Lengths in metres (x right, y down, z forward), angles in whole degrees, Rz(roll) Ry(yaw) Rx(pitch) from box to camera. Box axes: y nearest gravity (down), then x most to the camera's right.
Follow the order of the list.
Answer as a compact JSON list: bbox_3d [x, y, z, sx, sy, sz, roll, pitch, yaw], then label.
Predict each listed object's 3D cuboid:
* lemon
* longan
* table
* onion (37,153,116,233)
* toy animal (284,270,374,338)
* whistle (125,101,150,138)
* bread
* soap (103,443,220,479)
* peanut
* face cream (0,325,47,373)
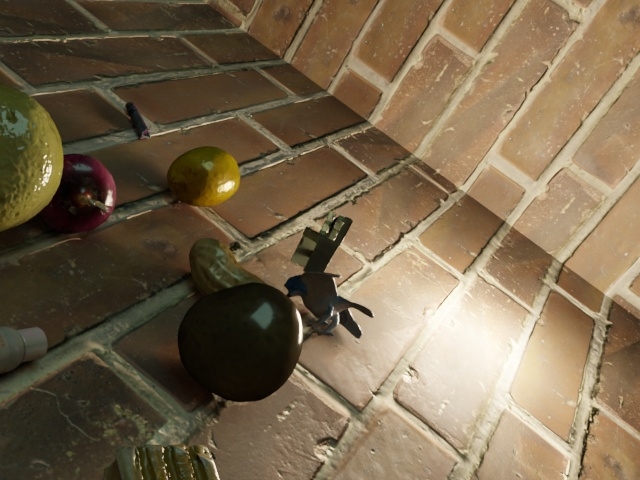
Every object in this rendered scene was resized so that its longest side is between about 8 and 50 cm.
[{"bbox_3d":[-0.309,-0.169,2.017,0.170,0.170,0.207,41,29,15],"label":"lemon"},{"bbox_3d":[-0.150,0.196,1.487,0.246,0.246,0.215,26,-3,-13],"label":"longan"},{"bbox_3d":[0.000,0.000,2.000,0.063,0.175,0.146,27,1,-19],"label":"table"},{"bbox_3d":[-0.535,-0.101,1.646,0.177,0.177,0.153,29,1,-7],"label":"onion"},{"bbox_3d":[0.015,0.144,1.852,0.256,0.239,0.176,-2,53,20],"label":"toy animal"},{"bbox_3d":[-0.537,-0.351,2.223,0.033,0.033,0.176,9,34,-39],"label":"whistle"},{"bbox_3d":[-0.669,-0.161,1.460,0.321,0.320,0.237,30,10,-5],"label":"bread"},{"bbox_3d":[-0.217,0.446,1.157,0.174,0.089,0.274,12,33,-37],"label":"soap"},{"bbox_3d":[-0.204,0.103,1.728,0.274,0.111,0.125,40,32,15],"label":"peanut"},{"bbox_3d":[-0.570,0.187,1.220,0.269,0.082,0.082,-5,45,-51],"label":"face cream"}]
